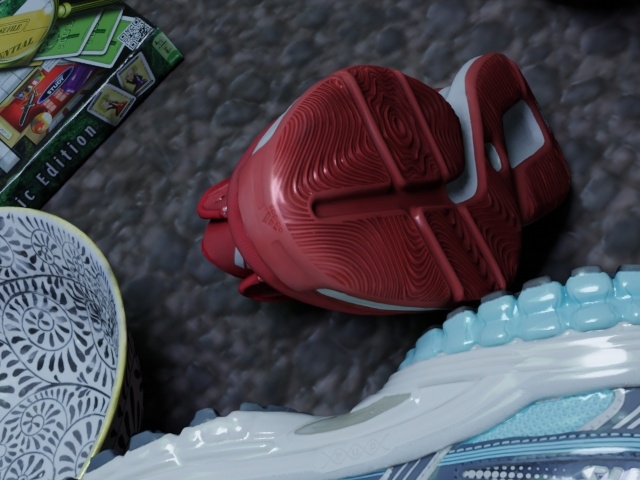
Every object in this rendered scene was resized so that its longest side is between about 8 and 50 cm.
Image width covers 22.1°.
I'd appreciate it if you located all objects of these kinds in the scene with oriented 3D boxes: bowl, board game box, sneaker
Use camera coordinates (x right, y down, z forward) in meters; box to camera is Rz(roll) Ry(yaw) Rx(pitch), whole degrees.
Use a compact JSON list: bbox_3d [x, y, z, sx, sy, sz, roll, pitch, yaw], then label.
[{"bbox_3d":[-0.129,0.078,0.644,0.170,0.080,0.170,-15,54,22],"label":"bowl"},{"bbox_3d":[-0.195,-0.029,0.789,0.260,0.030,0.136,-48,47,-5],"label":"board game box"},{"bbox_3d":[0.009,0.112,0.507,0.283,0.110,0.122,-29,54,27],"label":"sneaker"},{"bbox_3d":[0.000,0.000,0.566,0.128,0.221,0.087,-27,84,26],"label":"sneaker"}]
